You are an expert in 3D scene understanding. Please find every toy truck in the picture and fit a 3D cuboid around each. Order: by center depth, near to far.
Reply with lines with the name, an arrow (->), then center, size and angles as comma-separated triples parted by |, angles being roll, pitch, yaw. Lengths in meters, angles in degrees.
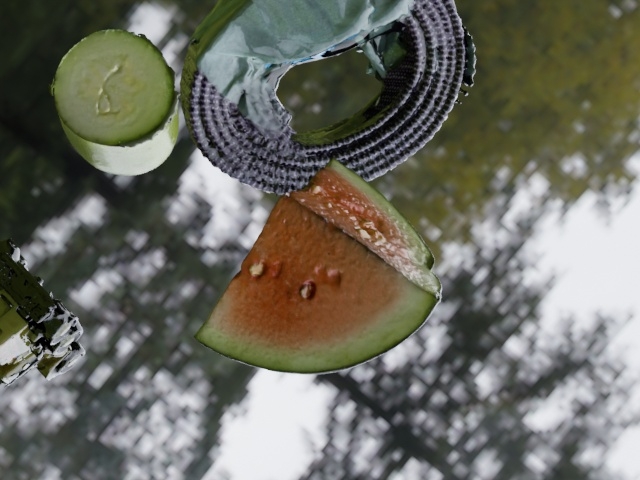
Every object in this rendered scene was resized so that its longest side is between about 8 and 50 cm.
toy truck -> -0.360, 0.104, 2.126 | 0.127, 0.127, 0.257 | -42, 171, -10

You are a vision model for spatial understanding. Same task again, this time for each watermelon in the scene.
watermelon -> 0.005, 0.016, 1.382 | 0.193, 0.137, 0.145 | -8, -169, 15

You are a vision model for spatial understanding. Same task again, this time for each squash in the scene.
squash -> -0.191, -0.124, 1.763 | 0.123, 0.123, 0.187 | -52, 172, -10

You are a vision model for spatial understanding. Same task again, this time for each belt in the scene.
belt -> 0.001, -0.188, 1.980 | 0.324, 0.260, 0.122 | -26, -162, -2
